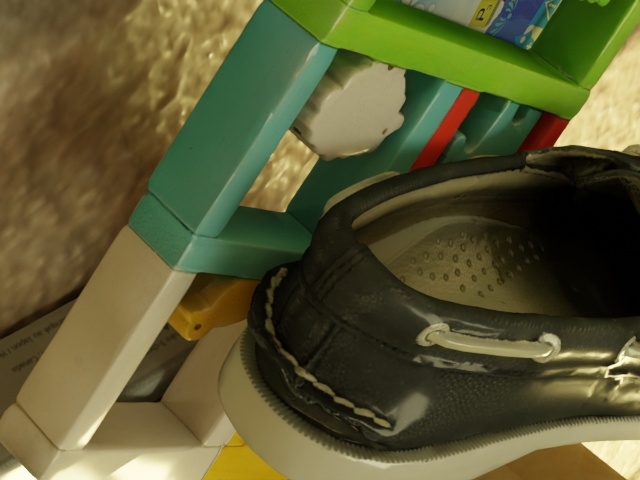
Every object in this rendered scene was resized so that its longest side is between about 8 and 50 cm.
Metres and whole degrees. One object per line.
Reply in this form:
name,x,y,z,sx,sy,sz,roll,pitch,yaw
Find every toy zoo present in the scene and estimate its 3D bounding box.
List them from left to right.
toy zoo,0.000,0.000,0.696,0.192,0.030,0.293,7,120,-58

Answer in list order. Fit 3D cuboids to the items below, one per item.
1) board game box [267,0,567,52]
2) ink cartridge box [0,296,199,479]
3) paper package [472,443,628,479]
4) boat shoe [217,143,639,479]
board game box,0.061,-0.219,0.618,0.318,0.066,0.318,6,119,-57
ink cartridge box,-0.146,0.153,0.764,0.275,0.060,0.239,-30,144,-33
paper package,0.120,0.240,0.964,0.168,0.325,0.309,-44,150,-14
boat shoe,0.100,0.014,0.701,0.302,0.114,0.091,-18,146,-46
